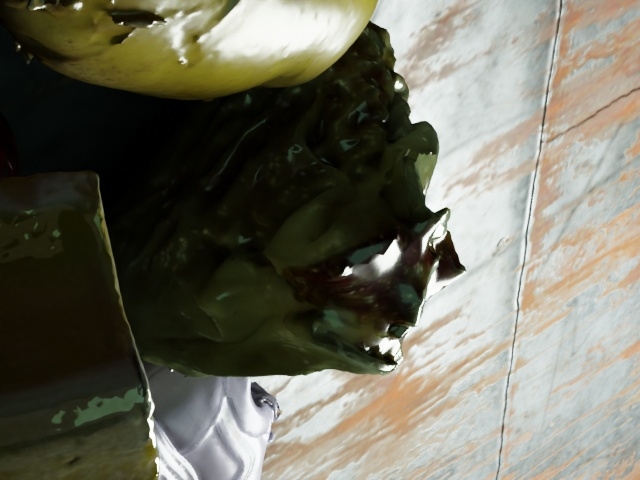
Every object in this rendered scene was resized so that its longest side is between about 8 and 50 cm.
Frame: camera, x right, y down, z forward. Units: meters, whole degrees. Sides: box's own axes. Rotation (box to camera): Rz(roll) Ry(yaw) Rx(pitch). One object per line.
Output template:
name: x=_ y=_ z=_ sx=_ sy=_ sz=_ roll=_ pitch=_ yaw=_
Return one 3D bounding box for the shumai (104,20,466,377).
shumai: x=-0.001 y=-0.001 z=1.094 sx=0.189 sy=0.218 sz=0.256 roll=27 pitch=100 yaw=-48

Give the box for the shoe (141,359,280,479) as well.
shoe: x=-0.081 y=0.159 z=1.260 sx=0.137 sy=0.095 sz=0.245 roll=-38 pitch=139 yaw=-14

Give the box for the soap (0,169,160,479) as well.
soap: x=-0.247 y=0.114 z=0.845 sx=0.335 sy=0.156 sz=0.293 roll=-11 pitch=147 yaw=-13

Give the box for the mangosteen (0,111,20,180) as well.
mangosteen: x=-0.221 y=-0.028 z=0.894 sx=0.140 sy=0.140 sz=0.140 roll=-31 pitch=143 yaw=-28

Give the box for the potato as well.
potato: x=-0.076 y=-0.155 z=0.912 sx=0.300 sy=0.140 sz=0.173 roll=1 pitch=115 yaw=-57
